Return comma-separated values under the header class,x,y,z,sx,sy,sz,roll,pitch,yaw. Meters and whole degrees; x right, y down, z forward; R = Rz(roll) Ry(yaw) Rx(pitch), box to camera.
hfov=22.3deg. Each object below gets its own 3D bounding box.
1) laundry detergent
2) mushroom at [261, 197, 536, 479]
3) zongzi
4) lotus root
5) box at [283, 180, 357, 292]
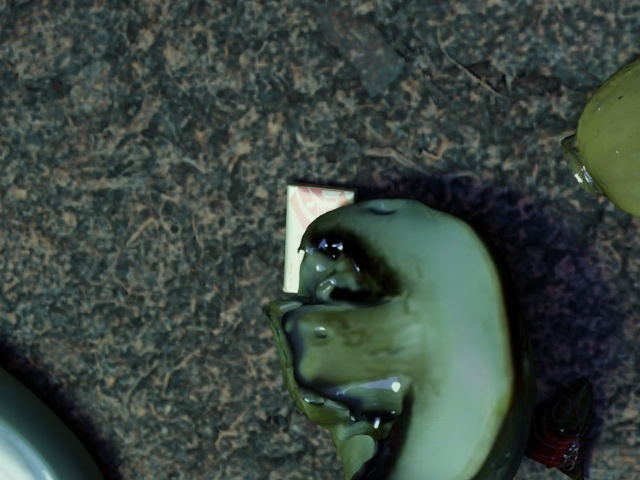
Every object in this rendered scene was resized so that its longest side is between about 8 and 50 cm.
class,x,y,z,sx,sy,sz,roll,pitch,yaw
laundry detergent,-0.282,0.253,1.432,0.215,0.105,0.280,-42,91,20
mushroom,0.074,0.112,1.268,0.189,0.164,0.267,-22,60,-4
zongzi,0.197,0.165,1.309,0.073,0.067,0.083,41,129,-9
lotus root,0.319,-0.092,1.162,0.303,0.131,0.146,-13,100,18
box,0.000,0.000,1.337,0.058,0.015,0.093,7,105,16
